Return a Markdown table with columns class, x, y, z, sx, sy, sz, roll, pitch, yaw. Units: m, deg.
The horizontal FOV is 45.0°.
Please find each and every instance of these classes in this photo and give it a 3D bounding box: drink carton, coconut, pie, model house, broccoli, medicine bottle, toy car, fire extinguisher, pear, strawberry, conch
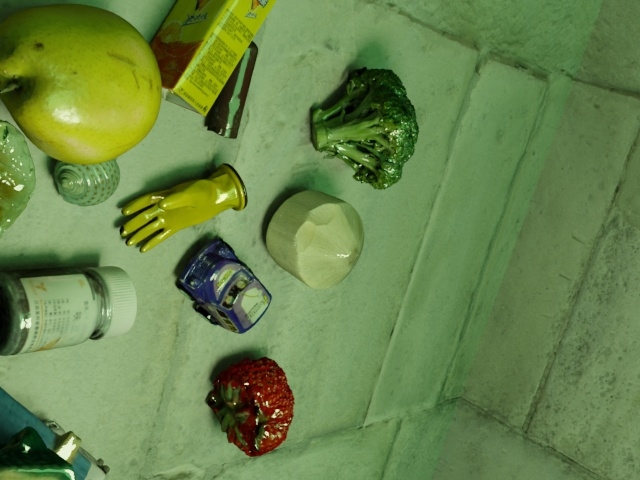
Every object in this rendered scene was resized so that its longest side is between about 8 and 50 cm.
| class | x | y | z | sx | sy | sz | roll | pitch | yaw |
| --- | --- | --- | --- | --- | --- | --- | --- | --- | --- |
| drink carton | -0.216 | -0.441 | 1.571 | 0.351 | 0.154 | 0.111 | -59 | 143 | -6 |
| coconut | 0.000 | 0.000 | 1.996 | 0.237 | 0.266 | 0.237 | -20 | 125 | -32 |
| pie | -0.627 | -0.097 | 1.302 | 0.306 | 0.071 | 0.306 | -19 | 136 | -19 |
| model house | -0.605 | 0.456 | 1.408 | 0.334 | 0.382 | 0.342 | 50 | 65 | -23 |
| broccoli | 0.120 | -0.277 | 2.004 | 0.283 | 0.304 | 0.321 | -8 | 119 | -13 |
| medicine bottle | -0.520 | 0.133 | 1.544 | 0.273 | 0.165 | 0.165 | -2 | 113 | -48 |
| toy car | -0.225 | 0.116 | 1.887 | 0.172 | 0.158 | 0.235 | -51 | 142 | -16 |
| fire extinguisher | -0.197 | -0.365 | 1.715 | 0.089 | 0.072 | 0.268 | 12 | 105 | -15 |
| pear | -0.430 | -0.271 | 1.324 | 0.336 | 0.285 | 0.285 | 10 | 103 | -51 |
| strawberry | -0.164 | 0.436 | 2.094 | 0.257 | 0.261 | 0.261 | -16 | 123 | -36 |
| conch | -0.454 | -0.122 | 1.532 | 0.153 | 0.102 | 0.135 | -10 | 133 | -47 |

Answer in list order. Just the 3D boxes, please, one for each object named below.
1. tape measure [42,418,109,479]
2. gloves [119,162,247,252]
| class | x | y | z | sx | sy | sz | roll | pitch | yaw |
| --- | --- | --- | --- | --- | --- | --- | --- | --- | --- |
| tape measure | -0.608 | 0.512 | 1.706 | 0.197 | 0.120 | 0.236 | -45 | 135 | -19 |
| gloves | -0.316 | -0.065 | 1.732 | 0.294 | 0.116 | 0.133 | -28 | 123 | -29 |
